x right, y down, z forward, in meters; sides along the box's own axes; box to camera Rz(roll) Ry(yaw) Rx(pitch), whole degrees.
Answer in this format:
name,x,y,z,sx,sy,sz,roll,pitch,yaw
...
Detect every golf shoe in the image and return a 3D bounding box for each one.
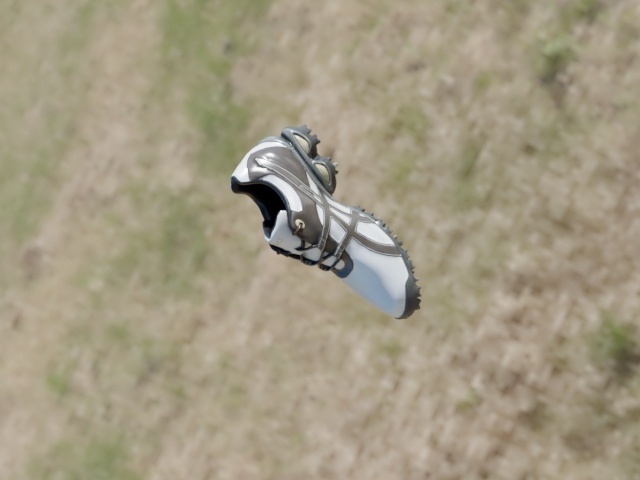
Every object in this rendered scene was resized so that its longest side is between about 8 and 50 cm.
name,x,y,z,sx,sy,sz,roll,pitch,yaw
golf shoe,0.000,0.000,1.624,0.094,0.198,0.077,-34,-11,-35
